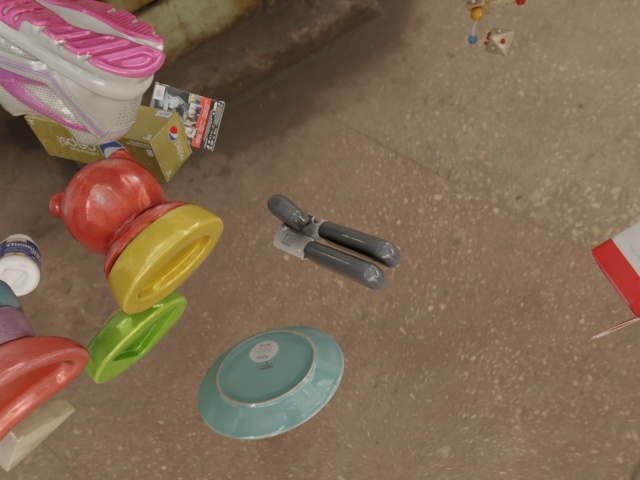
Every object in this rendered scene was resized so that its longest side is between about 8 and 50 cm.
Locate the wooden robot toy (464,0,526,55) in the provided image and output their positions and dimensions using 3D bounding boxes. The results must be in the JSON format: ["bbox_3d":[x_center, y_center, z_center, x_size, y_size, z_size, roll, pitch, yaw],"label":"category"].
[{"bbox_3d":[0.192,-0.308,0.617,0.076,0.079,0.173,-3,95,39],"label":"wooden robot toy"}]

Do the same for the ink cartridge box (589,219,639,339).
[{"bbox_3d":[0.352,0.002,0.490,0.231,0.134,0.078,-42,63,34],"label":"ink cartridge box"}]

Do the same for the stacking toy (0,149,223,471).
[{"bbox_3d":[-0.260,0.072,0.507,0.130,0.279,0.309,43,57,6],"label":"stacking toy"}]

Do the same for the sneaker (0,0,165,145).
[{"bbox_3d":[-0.245,-0.160,0.418,0.252,0.111,0.103,37,40,9],"label":"sneaker"}]

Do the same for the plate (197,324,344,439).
[{"bbox_3d":[-0.065,0.160,0.646,0.188,0.024,0.188,-13,29,7],"label":"plate"}]

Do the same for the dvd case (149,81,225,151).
[{"bbox_3d":[-0.231,-0.209,0.891,0.119,0.013,0.087,15,99,-8],"label":"dvd case"}]

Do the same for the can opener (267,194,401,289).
[{"bbox_3d":[0.000,0.000,0.782,0.280,0.093,0.074,24,77,51],"label":"can opener"}]

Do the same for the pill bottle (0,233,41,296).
[{"bbox_3d":[-0.482,0.034,0.834,0.067,0.067,0.120,-35,34,-9],"label":"pill bottle"}]

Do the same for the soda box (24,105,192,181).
[{"bbox_3d":[-0.249,-0.125,0.618,0.181,0.061,0.058,14,53,18],"label":"soda box"}]
